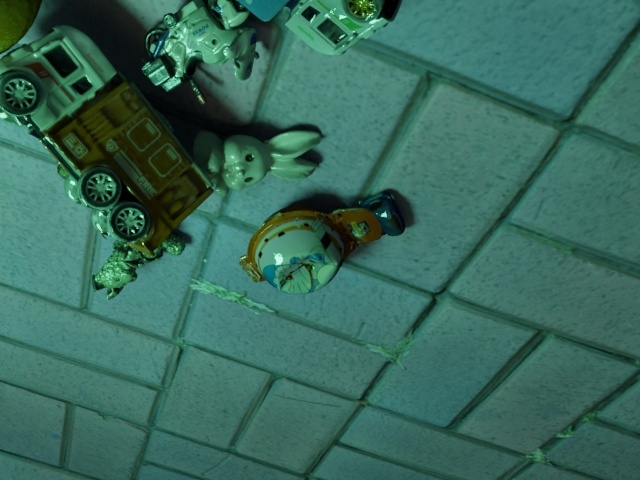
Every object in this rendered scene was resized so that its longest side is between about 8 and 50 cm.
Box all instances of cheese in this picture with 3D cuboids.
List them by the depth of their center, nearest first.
[{"bbox_3d":[0.000,0.000,1.479,0.329,0.129,0.217,-21,135,9],"label":"cheese"}]

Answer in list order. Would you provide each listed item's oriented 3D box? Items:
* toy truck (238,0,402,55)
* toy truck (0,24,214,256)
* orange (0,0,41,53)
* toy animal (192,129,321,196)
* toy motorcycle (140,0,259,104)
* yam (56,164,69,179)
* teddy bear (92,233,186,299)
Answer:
[{"bbox_3d":[-0.057,-0.416,1.042,0.367,0.146,0.175,36,140,-19],"label":"toy truck"},{"bbox_3d":[-0.366,-0.173,1.268,0.387,0.207,0.173,53,162,-21],"label":"toy truck"},{"bbox_3d":[-0.544,-0.390,1.104,0.274,0.274,0.274,7,137,7],"label":"orange"},{"bbox_3d":[-0.112,-0.141,1.361,0.221,0.130,0.103,1,122,10],"label":"toy animal"},{"bbox_3d":[-0.189,-0.309,1.226,0.221,0.102,0.150,-23,106,30],"label":"toy motorcycle"},{"bbox_3d":[-0.376,-0.122,1.433,0.254,0.154,0.154,35,133,-25],"label":"yam"},{"bbox_3d":[-0.407,0.027,1.616,0.213,0.111,0.133,-32,161,18],"label":"teddy bear"}]
